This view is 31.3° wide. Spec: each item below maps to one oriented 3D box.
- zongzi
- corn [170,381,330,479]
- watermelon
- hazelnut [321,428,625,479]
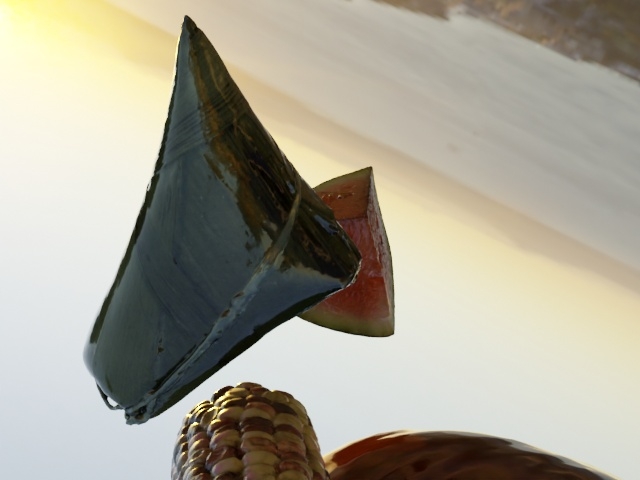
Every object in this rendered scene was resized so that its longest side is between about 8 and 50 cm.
[{"bbox_3d":[-0.054,-0.002,0.379,0.113,0.104,0.052,55,175,-37],"label":"zongzi"},{"bbox_3d":[-0.035,0.160,0.584,0.092,0.092,0.280,25,-165,-13],"label":"corn"},{"bbox_3d":[-0.005,0.009,1.169,0.145,0.192,0.137,-11,154,6],"label":"watermelon"},{"bbox_3d":[0.107,0.307,0.799,0.402,0.402,0.429,23,171,-37],"label":"hazelnut"}]
